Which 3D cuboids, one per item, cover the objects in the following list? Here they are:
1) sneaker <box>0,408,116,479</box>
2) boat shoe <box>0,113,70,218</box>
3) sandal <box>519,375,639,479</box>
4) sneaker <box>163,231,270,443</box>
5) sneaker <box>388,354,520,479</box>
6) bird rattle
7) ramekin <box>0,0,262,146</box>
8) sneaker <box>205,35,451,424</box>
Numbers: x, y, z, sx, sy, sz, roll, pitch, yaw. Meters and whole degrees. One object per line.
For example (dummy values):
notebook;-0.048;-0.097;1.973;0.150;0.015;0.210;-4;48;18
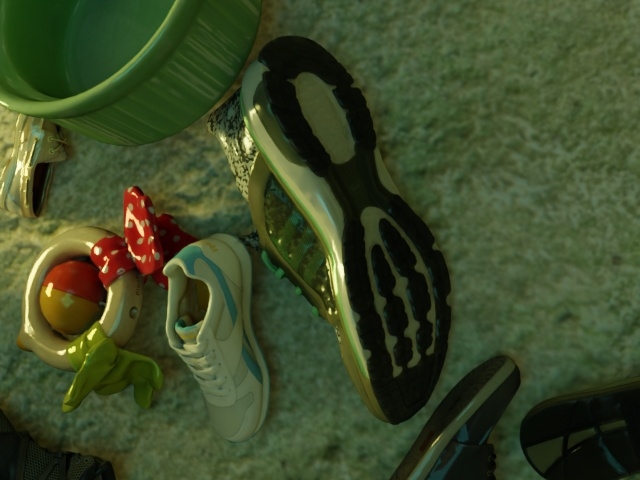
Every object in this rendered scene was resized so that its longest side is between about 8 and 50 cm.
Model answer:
sneaker;-0.313;0.256;1.484;0.130;0.087;0.227;-32;62;-10
boat shoe;-0.313;-0.103;1.473;0.059;0.063;0.170;26;110;11
sandal;0.344;0.176;1.280;0.302;0.086;0.120;-7;97;32
sneaker;-0.117;0.112;1.389;0.087;0.092;0.229;0;105;38
sneaker;0.161;0.231;1.347;0.118;0.083;0.222;35;96;-7
bird rattle;-0.250;0.060;1.432;0.207;0.143;0.254;11;94;32
ramekin;-0.208;-0.244;1.339;0.303;0.148;0.303;-11;67;27
sneaker;0.000;0.000;1.368;0.182;0.158;0.410;-22;88;48
